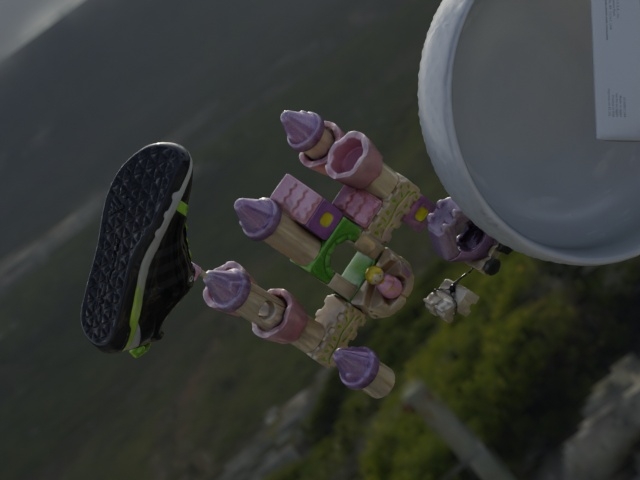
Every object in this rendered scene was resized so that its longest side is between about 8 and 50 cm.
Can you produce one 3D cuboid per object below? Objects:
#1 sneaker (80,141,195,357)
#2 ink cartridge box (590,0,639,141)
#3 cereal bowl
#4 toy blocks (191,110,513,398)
[{"bbox_3d":[-0.167,0.008,1.811,0.097,0.084,0.235,2,-62,-45],"label":"sneaker"},{"bbox_3d":[0.383,-0.247,1.602,0.271,0.309,0.130,4,18,24],"label":"ink cartridge box"},{"bbox_3d":[0.234,-0.145,1.777,0.339,0.339,0.141,-39,19,-21],"label":"cereal bowl"},{"bbox_3d":[0.000,0.000,2.189,0.289,0.260,0.309,-56,41,-2],"label":"toy blocks"}]
